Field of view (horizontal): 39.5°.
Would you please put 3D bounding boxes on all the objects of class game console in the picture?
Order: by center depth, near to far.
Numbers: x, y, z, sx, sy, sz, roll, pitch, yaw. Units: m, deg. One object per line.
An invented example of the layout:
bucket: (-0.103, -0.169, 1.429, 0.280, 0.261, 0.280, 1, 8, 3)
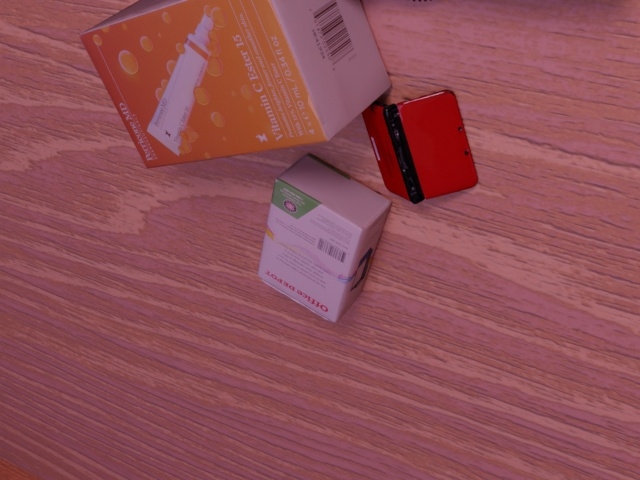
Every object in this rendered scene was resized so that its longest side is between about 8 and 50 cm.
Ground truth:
game console: (0.130, -0.132, 1.201, 0.124, 0.085, 0.144, 35, 148, 60)

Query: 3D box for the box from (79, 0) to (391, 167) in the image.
box: (-0.116, -0.242, 1.189, 0.345, 0.168, 0.215, -4, 120, 40)

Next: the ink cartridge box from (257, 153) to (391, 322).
ink cartridge box: (0.000, 0.000, 1.348, 0.154, 0.093, 0.212, 30, 135, 16)
